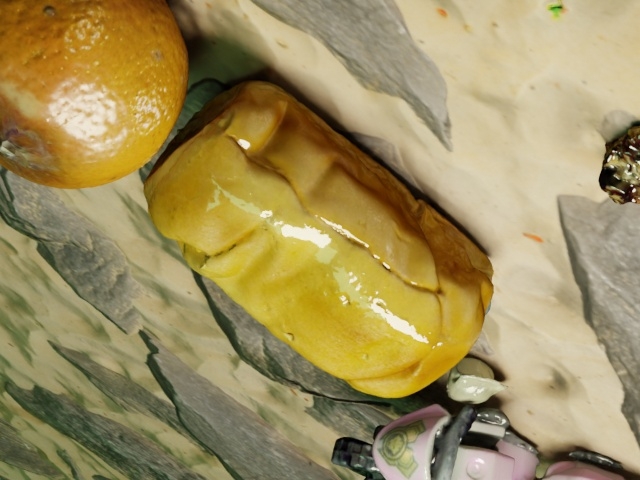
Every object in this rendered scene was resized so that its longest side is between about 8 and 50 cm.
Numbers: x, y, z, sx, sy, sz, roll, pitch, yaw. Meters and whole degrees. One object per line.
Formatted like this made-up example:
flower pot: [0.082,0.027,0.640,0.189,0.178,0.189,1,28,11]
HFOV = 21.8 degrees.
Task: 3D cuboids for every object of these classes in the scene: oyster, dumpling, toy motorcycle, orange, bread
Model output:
oyster: [0.240,-0.056,1.173,0.086,0.029,0.132,23,155,12]
dumpling: [0.151,0.137,1.595,0.059,0.043,0.077,6,150,-4]
toy motorcycle: [0.173,0.240,1.627,0.327,0.143,0.188,14,164,0]
orange: [-0.216,-0.140,1.311,0.224,0.170,0.224,21,151,12]
bread: [0.000,0.000,1.379,0.294,0.132,0.167,39,144,-18]

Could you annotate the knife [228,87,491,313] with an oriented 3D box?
knife: [0.037,-0.030,1.435,0.313,0.019,0.044,38,145,-17]
